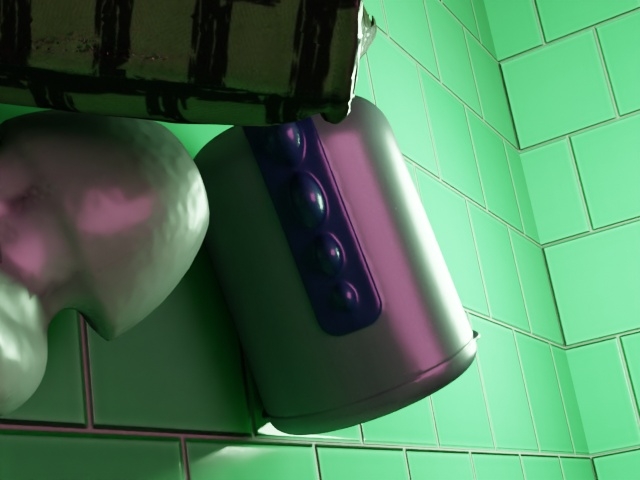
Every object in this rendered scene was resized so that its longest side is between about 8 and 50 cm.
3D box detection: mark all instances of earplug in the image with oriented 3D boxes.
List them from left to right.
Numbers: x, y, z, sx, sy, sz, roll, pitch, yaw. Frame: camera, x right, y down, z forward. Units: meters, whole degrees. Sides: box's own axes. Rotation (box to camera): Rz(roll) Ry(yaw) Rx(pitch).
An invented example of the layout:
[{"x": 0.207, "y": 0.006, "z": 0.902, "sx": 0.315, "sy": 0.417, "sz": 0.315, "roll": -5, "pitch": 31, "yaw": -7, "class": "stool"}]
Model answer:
[{"x": -0.207, "y": -0.005, "z": 0.684, "sx": 0.214, "sy": 0.175, "sz": 0.325, "roll": 64, "pitch": 26, "yaw": 0, "class": "earplug"}]

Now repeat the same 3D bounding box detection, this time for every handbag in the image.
[{"x": -0.122, "y": -0.179, "z": 0.747, "sx": 0.327, "sy": 0.325, "sz": 0.163, "roll": -67, "pitch": 163, "yaw": -78, "class": "handbag"}]

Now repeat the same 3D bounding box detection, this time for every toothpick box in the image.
[{"x": 0.000, "y": 0.000, "z": 1.014, "sx": 0.263, "sy": 0.263, "sz": 0.355, "roll": -26, "pitch": 96, "yaw": -64, "class": "toothpick box"}]
